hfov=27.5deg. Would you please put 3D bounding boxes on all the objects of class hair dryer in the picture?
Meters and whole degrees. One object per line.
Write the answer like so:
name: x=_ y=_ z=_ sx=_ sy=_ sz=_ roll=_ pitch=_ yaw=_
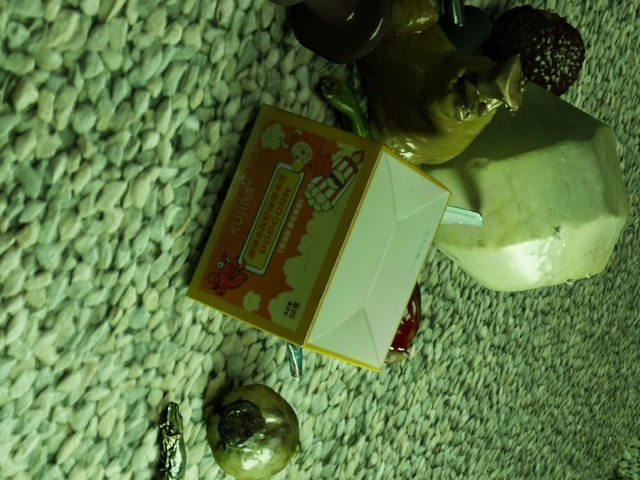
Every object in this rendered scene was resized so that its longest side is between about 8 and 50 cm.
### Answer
hair dryer: x=0.195 y=-0.386 z=2.042 sx=0.128 sy=0.070 sz=0.255 roll=-48 pitch=139 yaw=-33

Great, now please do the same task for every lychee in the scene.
lychee: x=0.362 y=-0.311 z=2.259 sx=0.188 sy=0.188 sz=0.188 roll=-40 pitch=141 yaw=-43

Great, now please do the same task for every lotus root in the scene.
lotus root: x=-0.091 y=0.288 z=1.912 sx=0.138 sy=0.138 sz=0.214 roll=-61 pitch=151 yaw=-14

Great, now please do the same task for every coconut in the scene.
coconut: x=0.332 y=-0.094 z=2.155 sx=0.352 sy=0.352 sz=0.353 roll=-40 pitch=141 yaw=-43

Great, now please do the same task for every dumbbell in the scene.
dumbbell: x=-0.007 y=-0.320 z=1.627 sx=0.124 sy=0.140 sz=0.225 roll=-57 pitch=151 yaw=-1

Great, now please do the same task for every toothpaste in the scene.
toothpaste: x=-0.039 y=0.188 z=2.049 sx=0.027 sy=0.019 sz=0.083 roll=-20 pitch=129 yaw=-25

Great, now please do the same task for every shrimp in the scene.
shrimp: x=-0.234 y=0.322 z=1.780 sx=0.148 sy=0.035 sz=0.195 roll=-30 pitch=135 yaw=-47

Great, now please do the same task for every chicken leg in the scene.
chicken leg: x=0.159 y=-0.243 z=1.850 sx=0.182 sy=0.409 sz=0.295 roll=-29 pitch=101 yaw=-15

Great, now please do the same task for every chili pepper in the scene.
chili pepper: x=0.041 y=-0.171 z=1.919 sx=0.202 sy=0.050 sz=0.052 roll=70 pitch=6 yaw=-50

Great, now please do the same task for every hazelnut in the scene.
hazelnut: x=0.095 y=0.101 z=2.080 sx=0.201 sy=0.160 sz=0.170 roll=-8 pitch=114 yaw=-53

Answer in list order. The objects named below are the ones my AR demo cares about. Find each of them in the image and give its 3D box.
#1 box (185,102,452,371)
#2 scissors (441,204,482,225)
box: x=0.000 y=0.000 z=1.781 sx=0.259 sy=0.213 sz=0.284 roll=26 pitch=85 yaw=-60
scissors: x=0.127 y=-0.047 z=1.993 sx=0.256 sy=0.030 sz=0.125 roll=5 pitch=118 yaw=-16
